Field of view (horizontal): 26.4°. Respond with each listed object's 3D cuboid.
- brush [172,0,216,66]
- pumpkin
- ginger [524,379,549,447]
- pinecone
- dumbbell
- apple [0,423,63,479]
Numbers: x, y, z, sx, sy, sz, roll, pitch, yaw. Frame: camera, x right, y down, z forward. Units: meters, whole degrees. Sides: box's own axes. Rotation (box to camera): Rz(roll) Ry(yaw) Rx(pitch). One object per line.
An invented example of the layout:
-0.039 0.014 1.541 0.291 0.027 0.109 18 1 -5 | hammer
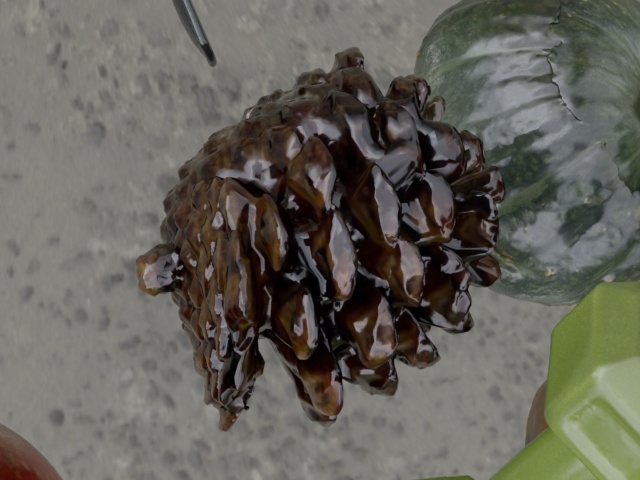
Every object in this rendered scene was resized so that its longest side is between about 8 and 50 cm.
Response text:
-0.121 -0.221 1.041 0.016 0.063 0.193 -22 82 -2 | brush
0.240 -0.098 1.358 0.291 0.257 0.328 -4 79 -48 | pumpkin
0.267 0.184 1.017 0.165 0.321 0.172 -25 126 -17 | ginger
0.006 0.003 1.044 0.296 0.298 0.242 -34 100 -15 | pinecone
0.124 0.140 0.774 0.121 0.108 0.302 46 135 10 | dumbbell
-0.318 0.292 0.972 0.348 0.277 0.348 -14 131 -16 | apple
